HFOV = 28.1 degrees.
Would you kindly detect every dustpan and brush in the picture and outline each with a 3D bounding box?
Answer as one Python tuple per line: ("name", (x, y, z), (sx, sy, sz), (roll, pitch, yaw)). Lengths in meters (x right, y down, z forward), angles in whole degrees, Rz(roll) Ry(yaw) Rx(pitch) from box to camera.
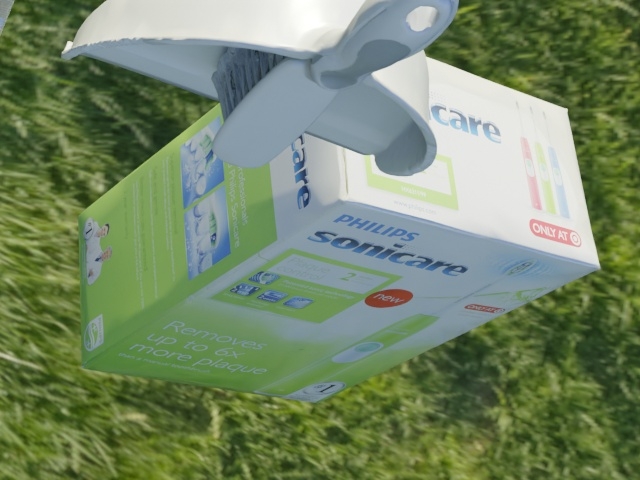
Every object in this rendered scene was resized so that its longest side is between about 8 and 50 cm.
("dustpan and brush", (-0.004, -0.061, 0.441), (0.147, 0.211, 0.060), (18, 67, -18))

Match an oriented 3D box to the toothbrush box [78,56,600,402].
("toothbrush box", (0.000, 0.000, 0.830), (0.206, 0.283, 0.122), (14, 58, -37))

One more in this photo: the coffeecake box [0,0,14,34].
("coffeecake box", (-0.331, -0.273, 1.204), (0.068, 0.185, 0.142), (14, 117, -30))
